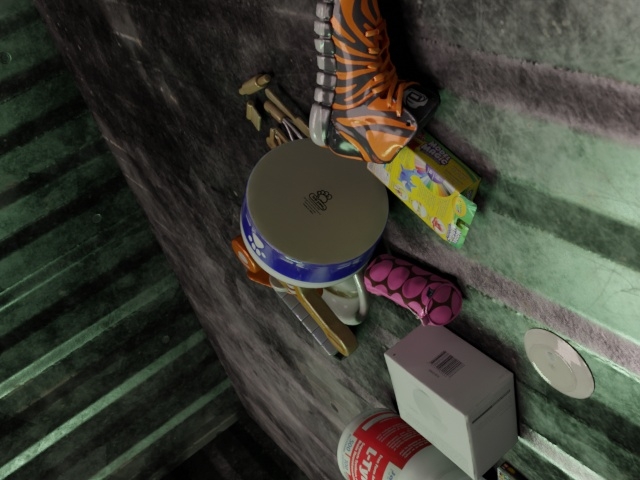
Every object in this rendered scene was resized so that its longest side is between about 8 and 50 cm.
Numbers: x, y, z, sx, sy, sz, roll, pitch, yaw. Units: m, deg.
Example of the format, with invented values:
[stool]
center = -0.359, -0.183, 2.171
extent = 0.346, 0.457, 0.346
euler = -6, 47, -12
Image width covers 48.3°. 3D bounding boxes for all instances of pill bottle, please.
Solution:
[pill bottle]
center = 0.234, 0.592, 1.801
extent = 0.408, 0.229, 0.229
euler = 14, 135, 60

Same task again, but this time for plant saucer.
[plant saucer]
center = 0.000, 0.000, 1.599
extent = 0.400, 0.101, 0.400
euler = 45, 158, 24

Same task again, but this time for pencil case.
[pencil case]
center = 0.169, 0.094, 1.371
extent = 0.095, 0.098, 0.209
euler = 51, 166, -30

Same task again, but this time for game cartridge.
[game cartridge]
center = -0.013, 0.210, 1.880
extent = 0.230, 0.068, 0.355
euler = 53, 177, 12

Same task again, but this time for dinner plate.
[dinner plate]
center = 0.388, 0.207, 1.183
extent = 0.141, 0.017, 0.141
euler = 45, 155, 27

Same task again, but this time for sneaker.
[sneaker]
center = 0.091, -0.253, 1.025
extent = 0.180, 0.124, 0.321
euler = 23, 135, 21

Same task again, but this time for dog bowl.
[dog bowl]
center = -0.011, -0.052, 1.311
extent = 0.265, 0.265, 0.104
euler = 50, 156, 13

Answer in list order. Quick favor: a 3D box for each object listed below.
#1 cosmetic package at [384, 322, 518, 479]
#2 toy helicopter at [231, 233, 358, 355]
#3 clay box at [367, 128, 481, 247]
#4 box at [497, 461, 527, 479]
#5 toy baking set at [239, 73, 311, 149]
[cosmetic package]
center = 0.266, 0.316, 1.440
extent = 0.224, 0.138, 0.224
euler = 35, 150, 43
[toy helicopter]
center = -0.048, 0.105, 1.540
extent = 0.355, 0.140, 0.235
euler = 51, 161, 3
[clay box]
center = 0.170, -0.099, 1.142
extent = 0.222, 0.053, 0.127
euler = 45, 155, 23
[box]
center = 0.448, 0.559, 1.565
extent = 0.137, 0.027, 0.093
euler = 37, 151, 40
[toy baking set]
center = -0.089, -0.263, 1.506
extent = 0.196, 0.030, 0.256
euler = 56, 160, -11
